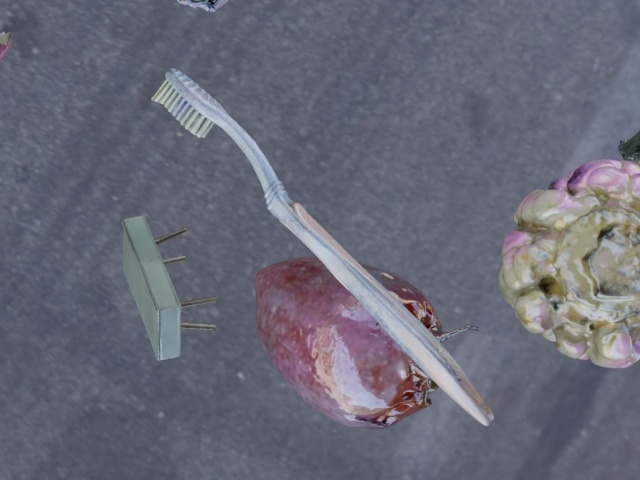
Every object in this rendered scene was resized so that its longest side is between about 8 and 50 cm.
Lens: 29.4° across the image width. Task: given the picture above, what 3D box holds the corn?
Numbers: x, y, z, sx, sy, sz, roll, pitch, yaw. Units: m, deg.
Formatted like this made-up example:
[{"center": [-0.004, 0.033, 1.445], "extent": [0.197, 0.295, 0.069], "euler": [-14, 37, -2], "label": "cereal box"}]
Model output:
[{"center": [0.192, 0.021, 0.826], "extent": [0.126, 0.127, 0.335], "euler": [-66, 167, 1], "label": "corn"}]

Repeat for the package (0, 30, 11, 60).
[{"center": [-0.466, -0.277, 1.766], "extent": [0.029, 0.083, 0.059], "euler": [27, 89, -22], "label": "package"}]

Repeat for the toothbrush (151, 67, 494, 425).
[{"center": [0.000, 0.000, 0.932], "extent": [0.037, 0.375, 0.028], "euler": [-49, 164, 18], "label": "toothbrush"}]

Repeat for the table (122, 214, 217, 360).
[{"center": [-0.260, 0.073, 2.105], "extent": [0.111, 0.240, 0.121], "euler": [-10, 134, -19], "label": "table"}]

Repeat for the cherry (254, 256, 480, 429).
[{"center": [0.027, 0.102, 1.365], "extent": [0.192, 0.250, 0.175], "euler": [-39, 156, -55], "label": "cherry"}]

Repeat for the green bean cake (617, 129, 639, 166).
[{"center": [0.495, -0.084, 1.492], "extent": [0.132, 0.255, 0.241], "euler": [-59, 168, 11], "label": "green bean cake"}]

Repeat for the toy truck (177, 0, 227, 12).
[{"center": [-0.115, -0.410, 1.669], "extent": [0.216, 0.110, 0.116], "euler": [-44, 157, 17], "label": "toy truck"}]
